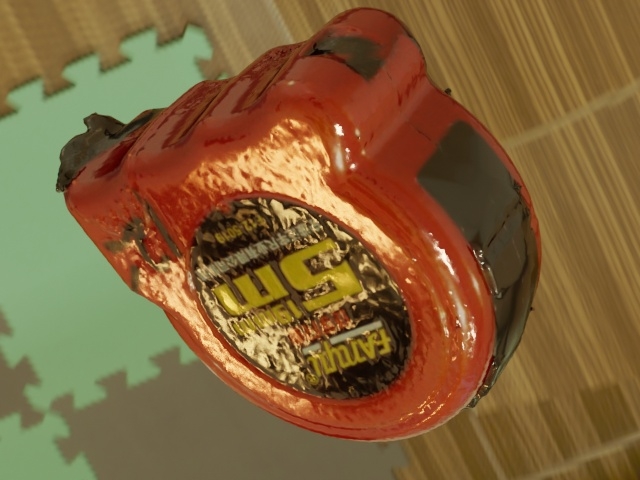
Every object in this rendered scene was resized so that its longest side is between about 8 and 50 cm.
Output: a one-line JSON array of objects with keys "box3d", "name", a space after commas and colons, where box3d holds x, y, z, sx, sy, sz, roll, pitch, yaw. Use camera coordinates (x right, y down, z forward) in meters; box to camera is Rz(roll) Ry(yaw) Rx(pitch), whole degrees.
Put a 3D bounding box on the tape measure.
[{"box3d": [0.001, 0.000, 0.995, 0.253, 0.114, 0.260, -22, 112, 44], "name": "tape measure"}]
